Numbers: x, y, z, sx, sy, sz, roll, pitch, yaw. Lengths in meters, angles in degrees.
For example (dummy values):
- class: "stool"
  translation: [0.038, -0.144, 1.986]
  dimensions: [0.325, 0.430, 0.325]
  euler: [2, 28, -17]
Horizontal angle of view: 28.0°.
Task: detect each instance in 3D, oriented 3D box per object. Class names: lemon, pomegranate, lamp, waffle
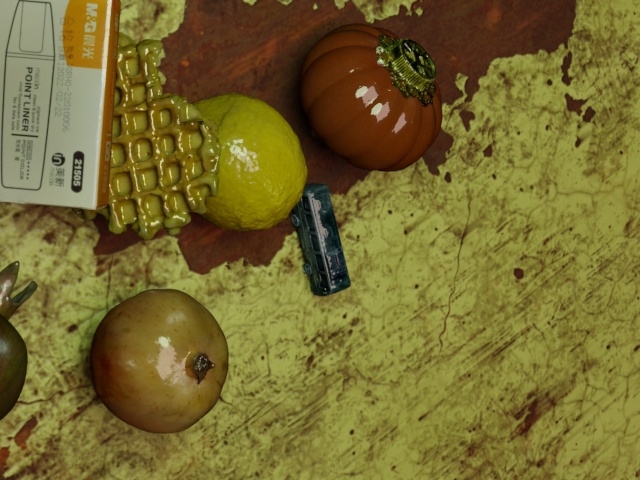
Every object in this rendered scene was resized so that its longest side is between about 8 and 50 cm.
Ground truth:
- class: "lemon"
  translation: [-0.111, -0.103, 1.728]
  dimensions: [0.180, 0.180, 0.193]
  euler: [-24, 117, -27]
- class: "pomegranate"
  translation: [-0.208, 0.159, 1.691]
  dimensions: [0.191, 0.191, 0.191]
  euler: [-4, 97, -30]
- class: "lamp"
  translation: [0.071, -0.201, 1.813]
  dimensions: [0.223, 0.196, 0.223]
  euler: [30, 41, -30]
- class: "pomegranate"
  translation: [-0.431, 0.122, 1.569]
  dimensions: [0.181, 0.181, 0.224]
  euler: [41, 60, -27]
- class: "waffle"
  translation: [-0.231, -0.129, 1.632]
  dimensions: [0.253, 0.056, 0.249]
  euler: [25, 99, 13]

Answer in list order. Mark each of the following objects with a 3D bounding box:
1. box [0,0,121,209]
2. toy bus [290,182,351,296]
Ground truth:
- class: "box"
  translation: [-0.362, -0.179, 1.568]
  dimensions: [0.220, 0.091, 0.274]
  euler: [3, 93, 0]
- class: "toy bus"
  translation: [0.000, 0.000, 1.866]
  dimensions: [0.047, 0.065, 0.166]
  euler: [-21, 104, -28]
